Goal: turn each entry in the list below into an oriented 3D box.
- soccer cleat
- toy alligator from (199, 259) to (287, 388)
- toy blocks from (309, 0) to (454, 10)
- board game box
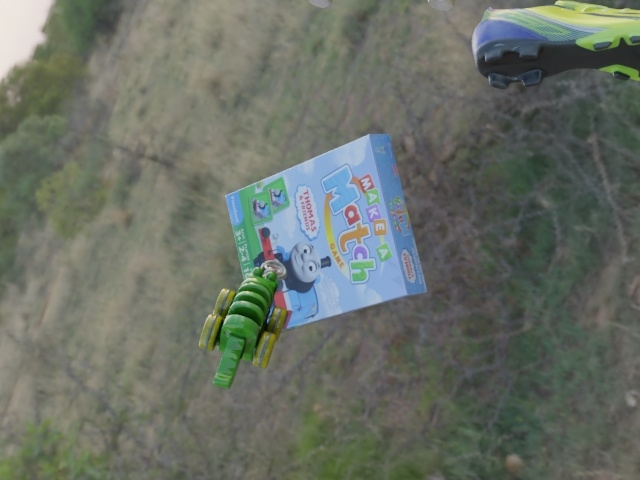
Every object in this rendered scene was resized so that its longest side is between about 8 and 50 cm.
[{"bbox_3d":[0.322,-0.245,1.248,0.093,0.289,0.121,71,-158,-52],"label":"soccer cleat"},{"bbox_3d":[-0.053,0.048,0.868,0.189,0.056,0.051,-68,-3,-59],"label":"toy alligator"},{"bbox_3d":[0.087,-0.549,1.663,0.309,0.288,0.260,46,-123,-58],"label":"toy blocks"},{"bbox_3d":[0.000,0.000,1.087,0.211,0.039,0.160,-20,80,40],"label":"board game box"}]
